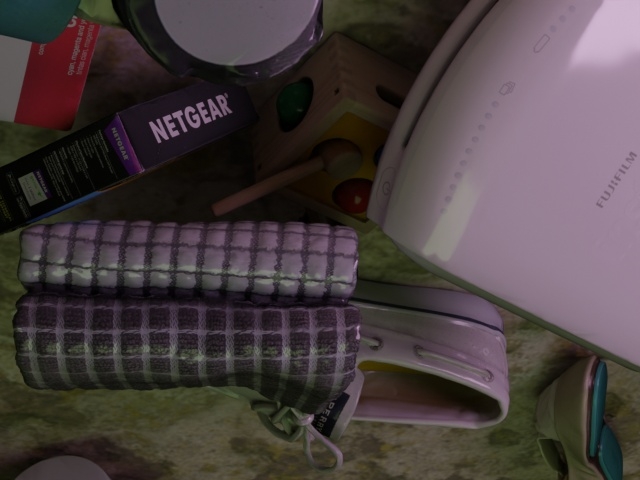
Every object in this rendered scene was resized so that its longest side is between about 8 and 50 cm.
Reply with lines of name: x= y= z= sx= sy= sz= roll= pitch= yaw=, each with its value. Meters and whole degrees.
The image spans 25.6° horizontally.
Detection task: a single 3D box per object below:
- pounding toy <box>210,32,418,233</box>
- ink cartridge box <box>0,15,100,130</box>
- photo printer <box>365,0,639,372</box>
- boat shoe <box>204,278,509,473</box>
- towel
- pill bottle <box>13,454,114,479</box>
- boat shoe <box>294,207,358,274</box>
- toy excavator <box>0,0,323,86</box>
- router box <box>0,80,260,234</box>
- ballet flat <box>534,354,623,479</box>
pounding toy: x=0.007 y=-0.068 z=1.058 sx=0.141 sy=0.100 sz=0.130 roll=23 pitch=132 yaw=-31
ink cartridge box: x=-0.230 y=-0.167 z=0.884 sx=0.176 sy=0.128 sz=0.127 roll=8 pitch=138 yaw=-18
photo printer: x=0.196 y=-0.060 z=1.025 sx=0.307 sy=0.107 sz=0.256 roll=26 pitch=101 yaw=-33
boat shoe: x=-0.002 y=0.125 z=1.247 sx=0.367 sy=0.156 sz=0.136 roll=8 pitch=138 yaw=-17
towel: x=-0.091 y=0.063 z=1.035 sx=0.235 sy=0.121 sz=0.284 roll=0 pitch=170 yaw=-2
pill bottle: x=-0.228 y=0.350 z=1.486 sx=0.162 sy=0.162 sz=0.278 roll=-14 pitch=139 yaw=9
boat shoe: x=0.000 y=0.000 z=1.171 sx=0.045 sy=0.050 sz=0.135 roll=-7 pitch=150 yaw=8
toy excavator: x=-0.178 y=-0.315 z=0.607 sx=0.445 sy=0.222 sz=0.433 roll=9 pitch=111 yaw=-26
router box: x=-0.140 y=-0.063 z=0.988 sx=0.133 sy=0.179 sz=0.046 roll=-21 pitch=96 yaw=28
ballet flat: x=0.256 y=0.193 z=1.434 sx=0.086 sy=0.086 sz=0.248 roll=-13 pitch=141 yaw=8
